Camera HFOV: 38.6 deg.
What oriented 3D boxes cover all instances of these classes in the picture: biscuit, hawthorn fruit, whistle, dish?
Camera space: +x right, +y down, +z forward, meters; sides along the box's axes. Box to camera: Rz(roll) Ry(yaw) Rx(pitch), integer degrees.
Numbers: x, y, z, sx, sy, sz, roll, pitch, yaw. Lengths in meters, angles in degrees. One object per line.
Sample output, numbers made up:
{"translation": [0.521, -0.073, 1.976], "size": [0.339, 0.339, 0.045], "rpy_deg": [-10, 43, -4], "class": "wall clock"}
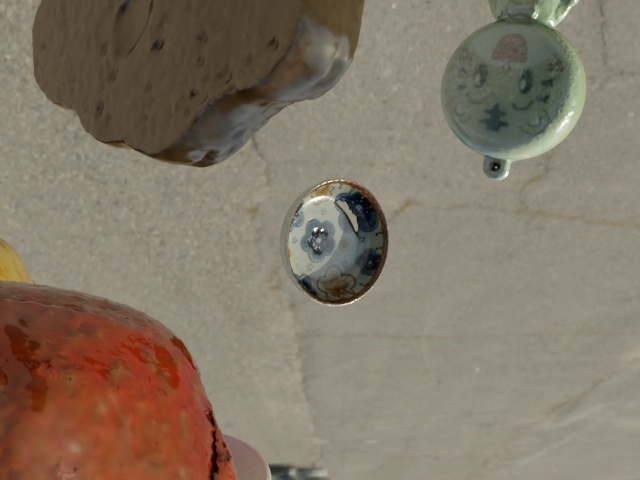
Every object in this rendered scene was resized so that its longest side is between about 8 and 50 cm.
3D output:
{"translation": [-0.051, -0.163, 0.415], "size": [0.049, 0.257, 0.273], "rpy_deg": [7, -175, -38], "class": "biscuit"}
{"translation": [-0.203, 0.139, 0.532], "size": [0.276, 0.276, 0.307], "rpy_deg": [-16, 143, 32], "class": "hawthorn fruit"}
{"translation": [0.179, -0.180, 0.808], "size": [0.126, 0.258, 0.067], "rpy_deg": [11, -178, 25], "class": "whistle"}
{"translation": [0.000, 0.000, 1.030], "size": [0.141, 0.141, 0.078], "rpy_deg": [11, 177, -34], "class": "dish"}

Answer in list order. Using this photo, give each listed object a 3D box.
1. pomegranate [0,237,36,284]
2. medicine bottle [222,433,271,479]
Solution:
{"translation": [-0.336, 0.096, 0.794], "size": [0.248, 0.248, 0.248], "rpy_deg": [-3, 160, -1], "class": "pomegranate"}
{"translation": [-0.157, 0.385, 1.155], "size": [0.152, 0.152, 0.254], "rpy_deg": [5, 116, -21], "class": "medicine bottle"}
